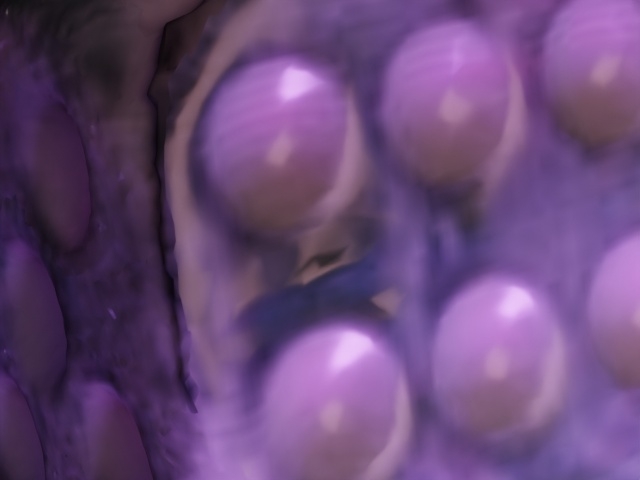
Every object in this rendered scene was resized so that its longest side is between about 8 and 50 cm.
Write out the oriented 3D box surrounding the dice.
[{"bbox_3d":[0.000,0.000,1.002,0.328,0.348,0.330,-14,93,-28],"label":"dice"}]
